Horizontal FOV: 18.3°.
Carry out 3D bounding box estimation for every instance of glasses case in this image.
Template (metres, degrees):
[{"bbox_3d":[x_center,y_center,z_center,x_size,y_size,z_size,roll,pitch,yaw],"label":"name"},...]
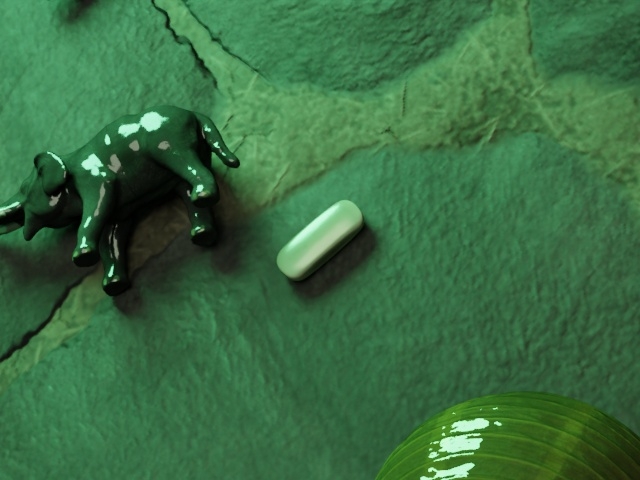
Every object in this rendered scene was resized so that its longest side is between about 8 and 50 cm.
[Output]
[{"bbox_3d":[0.000,0.000,1.654,0.083,0.021,0.032,-41,63,-2],"label":"glasses case"}]

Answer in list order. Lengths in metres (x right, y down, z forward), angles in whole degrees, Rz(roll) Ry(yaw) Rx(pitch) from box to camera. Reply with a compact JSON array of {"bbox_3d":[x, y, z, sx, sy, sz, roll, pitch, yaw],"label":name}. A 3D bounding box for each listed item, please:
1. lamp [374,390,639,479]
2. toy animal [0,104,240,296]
[{"bbox_3d":[0.152,0.219,1.420,0.250,0.284,0.250,8,113,19],"label":"lamp"},{"bbox_3d":[-0.193,-0.029,1.693,0.269,0.082,0.137,-19,61,13],"label":"toy animal"}]
